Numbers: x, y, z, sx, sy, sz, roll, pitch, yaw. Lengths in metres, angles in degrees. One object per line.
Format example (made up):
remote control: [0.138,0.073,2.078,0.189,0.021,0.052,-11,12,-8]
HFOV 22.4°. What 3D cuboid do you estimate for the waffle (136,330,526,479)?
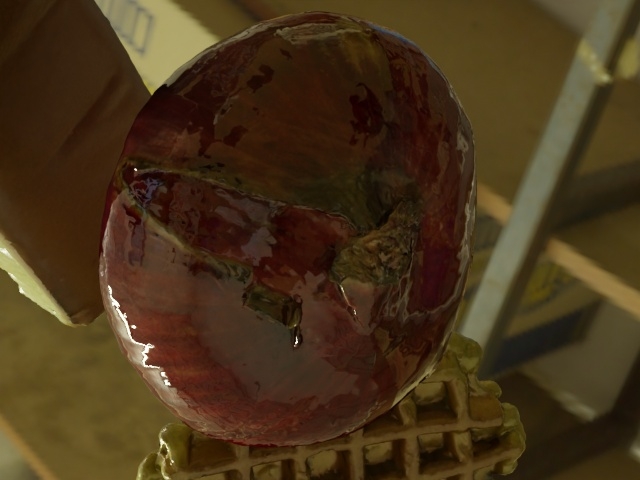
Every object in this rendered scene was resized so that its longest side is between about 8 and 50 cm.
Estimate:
waffle: [0.008,0.182,1.198,0.300,0.282,0.058,14,-162,-25]

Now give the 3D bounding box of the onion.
onion: [-0.004,-0.001,0.890,0.161,0.248,0.248,23,-151,32]

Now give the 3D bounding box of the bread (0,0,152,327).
bread: [-0.180,-0.082,0.936,0.077,0.361,0.138,25,-109,27]
